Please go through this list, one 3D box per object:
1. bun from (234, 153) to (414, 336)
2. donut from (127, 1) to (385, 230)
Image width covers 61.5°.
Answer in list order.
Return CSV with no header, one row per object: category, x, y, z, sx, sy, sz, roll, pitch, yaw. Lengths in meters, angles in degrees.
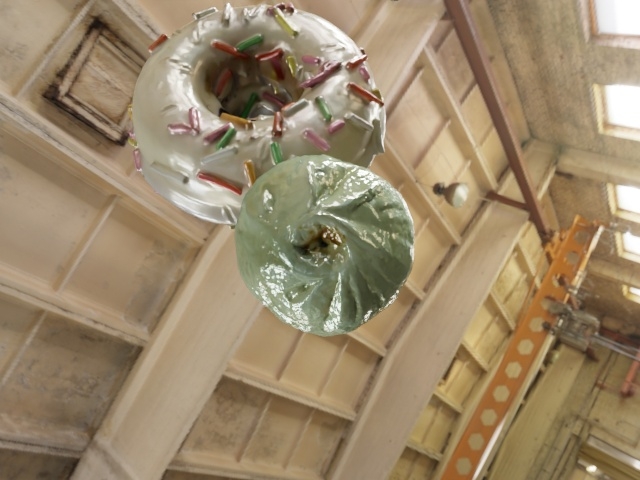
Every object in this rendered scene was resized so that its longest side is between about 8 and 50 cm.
bun,0.000,0.000,0.560,0.196,0.195,0.118,-66,-11,0
donut,-0.094,-0.193,0.770,0.383,0.382,0.142,-48,-23,-21
